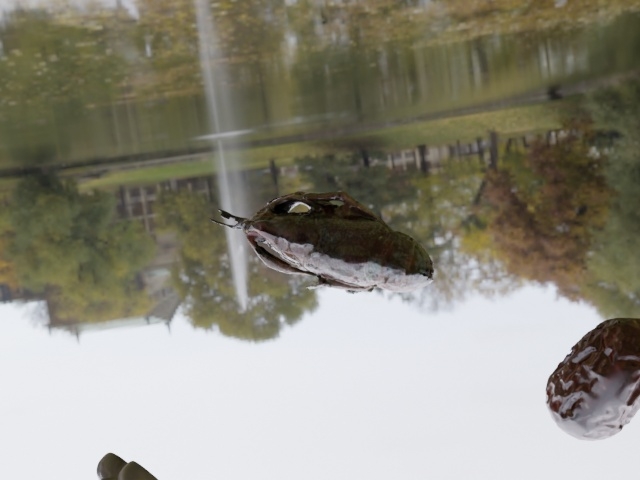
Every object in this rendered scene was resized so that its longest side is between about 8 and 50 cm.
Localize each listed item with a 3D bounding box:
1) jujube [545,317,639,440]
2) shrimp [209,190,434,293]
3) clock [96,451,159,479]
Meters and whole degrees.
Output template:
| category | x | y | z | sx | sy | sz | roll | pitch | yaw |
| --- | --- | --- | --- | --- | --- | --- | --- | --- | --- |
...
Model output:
| category | x | y | z | sx | sy | sz | roll | pitch | yaw |
| --- | --- | --- | --- | --- | --- | --- | --- | --- | --- |
| jujube | 0.246 | 0.119 | 0.768 | 0.077 | 0.077 | 0.129 | -12 | 144 | -37 |
| shrimp | 0.000 | 0.001 | 0.716 | 0.190 | 0.075 | 0.073 | 10 | 167 | 16 |
| clock | -0.278 | 0.391 | 1.016 | 0.188 | 0.189 | 0.254 | -2 | -153 | 47 |
